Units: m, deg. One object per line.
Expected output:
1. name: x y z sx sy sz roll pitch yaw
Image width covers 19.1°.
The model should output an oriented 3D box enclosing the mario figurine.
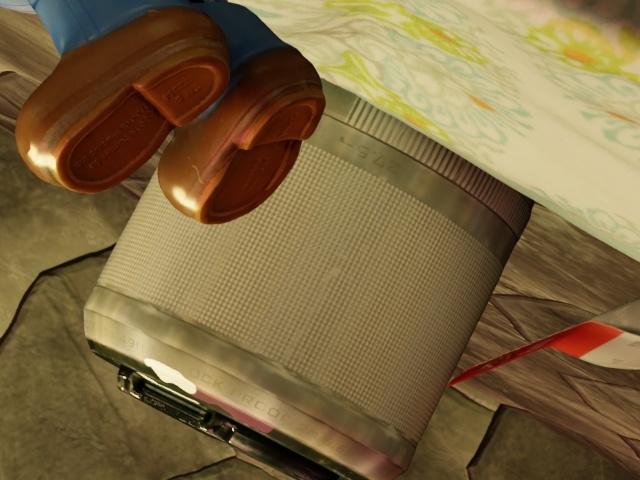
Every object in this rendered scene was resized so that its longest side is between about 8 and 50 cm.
1. mario figurine: -0.138 -0.132 0.780 0.320 0.170 0.198 57 166 28

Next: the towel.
1. towel: 0.111 -0.088 0.906 0.374 0.090 0.320 26 173 3

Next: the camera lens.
1. camera lens: 0.000 0.000 1.166 0.219 0.274 0.219 26 172 4

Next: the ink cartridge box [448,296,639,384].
1. ink cartridge box: 0.200 0.063 1.188 0.066 0.232 0.189 63 176 7
